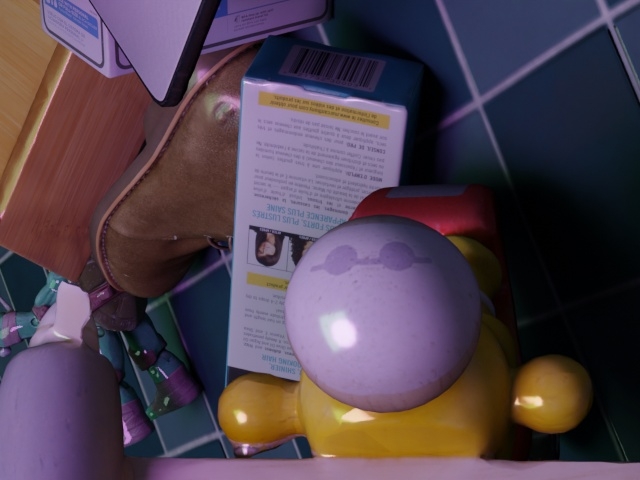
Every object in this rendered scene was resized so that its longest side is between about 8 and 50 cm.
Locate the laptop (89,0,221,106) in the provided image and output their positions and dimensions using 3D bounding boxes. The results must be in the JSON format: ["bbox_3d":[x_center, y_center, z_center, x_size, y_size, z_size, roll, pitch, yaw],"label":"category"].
[{"bbox_3d":[-0.211,-0.298,0.723,0.408,0.236,0.382,56,146,20],"label":"laptop"}]

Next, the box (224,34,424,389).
[{"bbox_3d":[0.000,0.000,0.997,0.100,0.060,0.244,12,126,9],"label":"box"}]

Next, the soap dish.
[{"bbox_3d":[-0.248,-0.141,1.209,0.291,0.118,0.229,38,112,28],"label":"soap dish"}]

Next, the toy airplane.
[{"bbox_3d":[0.031,0.119,0.732,0.384,0.386,0.272,38,149,43],"label":"toy airplane"}]

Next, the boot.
[{"bbox_3d":[-0.079,-0.022,1.129,0.115,0.112,0.305,48,146,10],"label":"boot"}]

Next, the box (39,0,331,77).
[{"bbox_3d":[-0.080,-0.257,0.927,0.087,0.169,0.290,37,135,45],"label":"box"}]

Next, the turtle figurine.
[{"bbox_3d":[-0.191,0.048,1.294,0.118,0.175,0.234,-23,97,52],"label":"turtle figurine"}]
